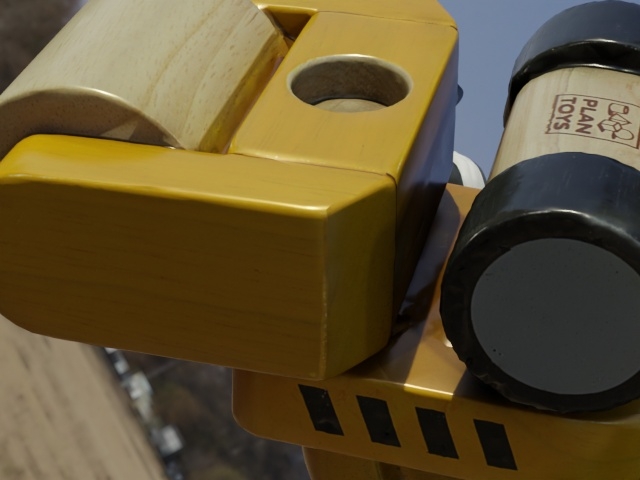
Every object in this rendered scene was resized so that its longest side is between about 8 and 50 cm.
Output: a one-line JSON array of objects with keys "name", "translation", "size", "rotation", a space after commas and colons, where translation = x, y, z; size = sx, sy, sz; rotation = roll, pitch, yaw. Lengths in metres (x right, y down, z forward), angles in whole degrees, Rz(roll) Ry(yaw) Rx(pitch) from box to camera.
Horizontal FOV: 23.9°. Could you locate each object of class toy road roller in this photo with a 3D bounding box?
[{"name": "toy road roller", "translation": [0.020, 0.026, 0.687], "size": [0.202, 0.329, 0.241], "rotation": [-64, 161, -55]}]

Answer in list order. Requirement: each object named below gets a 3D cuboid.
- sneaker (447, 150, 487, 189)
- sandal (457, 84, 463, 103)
[{"name": "sneaker", "translation": [0.000, -0.001, 1.210], "size": [0.108, 0.271, 0.100], "rotation": [17, 49, -48]}, {"name": "sandal", "translation": [0.075, -0.119, 1.195], "size": [0.040, 0.067, 0.179], "rotation": [56, 16, 25]}]
